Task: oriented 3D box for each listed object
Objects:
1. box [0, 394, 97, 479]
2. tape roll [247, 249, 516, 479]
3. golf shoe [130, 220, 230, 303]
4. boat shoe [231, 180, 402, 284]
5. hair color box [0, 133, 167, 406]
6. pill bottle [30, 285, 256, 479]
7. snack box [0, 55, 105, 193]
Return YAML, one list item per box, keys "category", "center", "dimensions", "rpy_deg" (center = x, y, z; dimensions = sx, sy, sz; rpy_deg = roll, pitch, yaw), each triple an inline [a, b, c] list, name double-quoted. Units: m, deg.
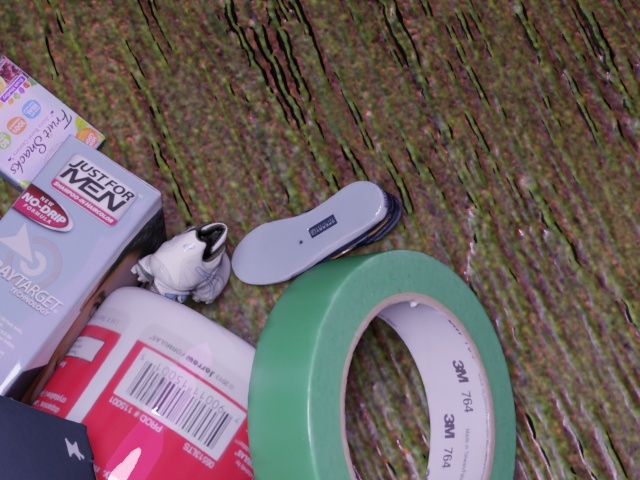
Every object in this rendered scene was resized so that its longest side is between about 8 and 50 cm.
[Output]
- category: "box"
  center: [-0.360, 0.333, 1.150]
  dimensions: [0.396, 0.212, 0.293]
  rpy_deg: [-29, 60, 16]
- category: "tape roll"
  center: [0.067, 0.171, 1.399]
  dimensions: [0.321, 0.077, 0.321]
  rpy_deg: [15, 71, -47]
- category: "golf shoe"
  center: [-0.115, 0.017, 1.489]
  dimensions: [0.086, 0.176, 0.069]
  rpy_deg: [-43, 85, 15]
- category: "boat shoe"
  center: [0.000, 0.000, 1.567]
  dimensions: [0.183, 0.083, 0.065]
  rpy_deg: [-26, 74, 16]
- category: "hair color box"
  center: [-0.302, 0.098, 1.442]
  dimensions: [0.114, 0.185, 0.374]
  rpy_deg: [33, 73, 8]
- category: "pill bottle"
  center: [-0.207, 0.265, 1.374]
  dimensions: [0.229, 0.229, 0.407]
  rpy_deg: [31, 73, 6]
- category: "snack box"
  center: [-0.315, -0.114, 1.578]
  dimensions: [0.141, 0.037, 0.100]
  rpy_deg: [39, 74, -2]
